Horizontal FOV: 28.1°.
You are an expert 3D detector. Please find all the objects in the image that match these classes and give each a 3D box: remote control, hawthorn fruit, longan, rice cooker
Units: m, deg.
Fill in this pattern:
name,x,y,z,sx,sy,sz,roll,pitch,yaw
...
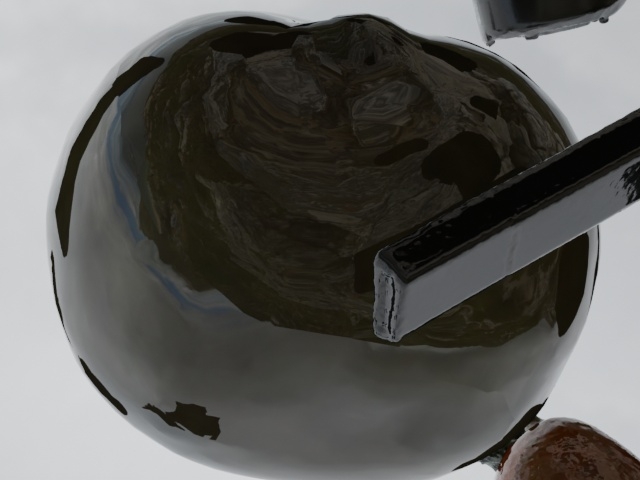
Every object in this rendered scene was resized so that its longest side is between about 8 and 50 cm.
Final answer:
name,x,y,z,sx,sy,sz,roll,pitch,yaw
remote control,0.126,-0.020,0.669,0.245,0.063,0.025,-28,-126,-24
hawthorn fruit,0.241,0.257,1.199,0.199,0.199,0.251,-1,-123,-32
longan,0.000,0.000,0.849,0.361,0.361,0.361,17,-140,-15
rice cooker,0.250,-0.292,1.443,0.203,0.118,0.142,-11,-168,6

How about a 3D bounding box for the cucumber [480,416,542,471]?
name,x,y,z,sx,sy,sz,roll,pitch,yaw
cucumber,0.215,0.233,1.542,0.359,0.096,0.096,26,-141,-4
